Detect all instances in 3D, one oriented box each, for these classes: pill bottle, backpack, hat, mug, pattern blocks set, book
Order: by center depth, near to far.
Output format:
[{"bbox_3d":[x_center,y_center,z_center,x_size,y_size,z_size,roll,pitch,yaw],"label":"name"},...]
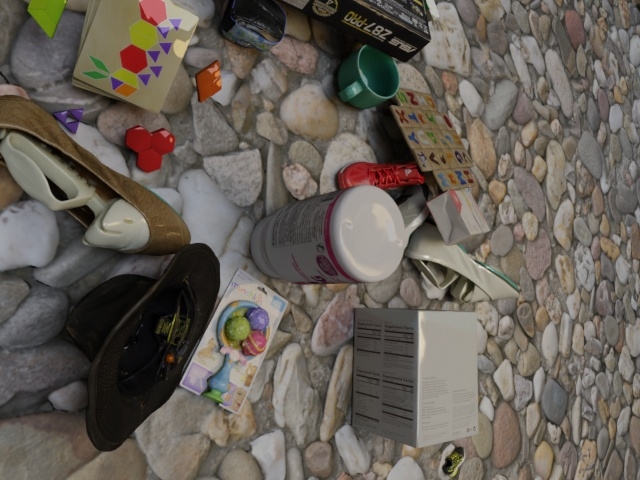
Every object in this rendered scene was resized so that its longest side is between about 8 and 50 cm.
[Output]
[{"bbox_3d":[-0.274,0.125,0.704,0.133,0.331,0.332,22,67,7],"label":"hat"},{"bbox_3d":[-0.290,-0.298,0.747,0.285,0.026,0.325,30,99,-33],"label":"pattern blocks set"},{"bbox_3d":[0.000,0.000,0.875,0.160,0.283,0.161,5,82,-37],"label":"pill bottle"},{"bbox_3d":[-0.130,-0.431,0.944,0.114,0.084,0.105,20,74,-30],"label":"backpack"},{"bbox_3d":[0.093,-0.371,1.103,0.157,0.097,0.130,-5,85,-37],"label":"mug"},{"bbox_3d":[0.239,-0.589,1.214,0.035,0.144,0.096,-30,107,-11],"label":"book"}]

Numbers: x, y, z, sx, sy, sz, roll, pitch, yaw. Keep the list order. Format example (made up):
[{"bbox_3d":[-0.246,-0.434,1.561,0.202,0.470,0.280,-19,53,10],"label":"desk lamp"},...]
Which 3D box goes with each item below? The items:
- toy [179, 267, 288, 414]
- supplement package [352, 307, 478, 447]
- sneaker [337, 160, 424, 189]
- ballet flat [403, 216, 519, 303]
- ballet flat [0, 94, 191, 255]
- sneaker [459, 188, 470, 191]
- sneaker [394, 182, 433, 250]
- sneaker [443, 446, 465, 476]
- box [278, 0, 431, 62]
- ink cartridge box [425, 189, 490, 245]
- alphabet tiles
[{"bbox_3d":[-0.142,0.185,0.890,0.137,0.056,0.238,40,63,-30],"label":"toy"},{"bbox_3d":[0.207,0.284,1.063,0.199,0.198,0.263,7,81,-37],"label":"supplement package"},{"bbox_3d":[0.153,-0.157,1.111,0.221,0.128,0.087,-17,96,-38],"label":"sneaker"},{"bbox_3d":[0.362,0.085,1.267,0.400,0.139,0.139,34,66,-26],"label":"ballet flat"},{"bbox_3d":[-0.345,-0.067,0.704,0.342,0.116,0.124,46,21,-24],"label":"ballet flat"},{"bbox_3d":[0.374,-0.107,1.324,0.085,0.086,0.238,1,71,-10],"label":"sneaker"},{"bbox_3d":[0.180,-0.058,1.144,0.108,0.100,0.272,47,58,-16],"label":"sneaker"},{"bbox_3d":[0.348,0.570,1.250,0.035,0.031,0.083,51,58,-22],"label":"sneaker"},{"bbox_3d":[0.052,-0.597,1.035,0.394,0.097,0.319,9,66,-33],"label":"box"},{"bbox_3d":[0.340,-0.057,1.160,0.198,0.067,0.116,-7,70,-56],"label":"ink cartridge box"},{"bbox_3d":[0.293,-0.258,1.221,0.342,0.011,0.285,-14,77,-53],"label":"alphabet tiles"}]
